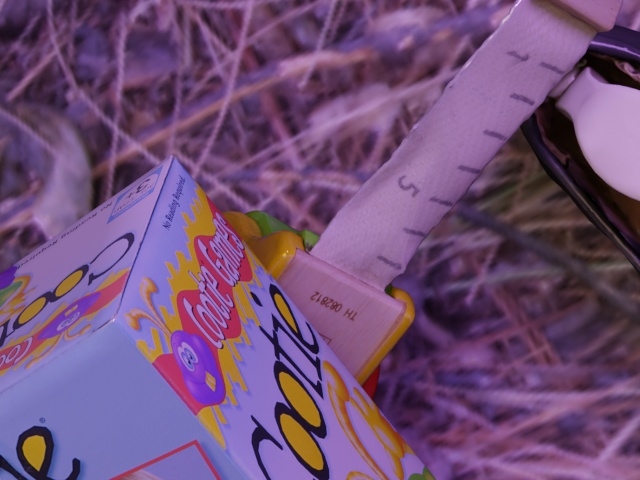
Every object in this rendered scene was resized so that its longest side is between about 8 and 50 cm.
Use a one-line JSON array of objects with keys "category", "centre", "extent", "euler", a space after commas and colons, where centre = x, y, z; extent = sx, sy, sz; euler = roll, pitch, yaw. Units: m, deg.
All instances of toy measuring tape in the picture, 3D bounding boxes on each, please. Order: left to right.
[{"category": "toy measuring tape", "centre": [0.000, 0.000, 0.819], "extent": [0.121, 0.121, 0.330], "euler": [48, 115, 24]}]

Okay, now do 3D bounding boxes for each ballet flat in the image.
[{"category": "ballet flat", "centre": [0.169, 0.017, 0.759], "extent": [0.280, 0.096, 0.095], "euler": [44, 100, 24]}]

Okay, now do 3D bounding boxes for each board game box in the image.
[{"category": "board game box", "centre": [-0.032, 0.133, 0.736], "extent": [0.144, 0.142, 0.275], "euler": [-33, 108, 17]}]
